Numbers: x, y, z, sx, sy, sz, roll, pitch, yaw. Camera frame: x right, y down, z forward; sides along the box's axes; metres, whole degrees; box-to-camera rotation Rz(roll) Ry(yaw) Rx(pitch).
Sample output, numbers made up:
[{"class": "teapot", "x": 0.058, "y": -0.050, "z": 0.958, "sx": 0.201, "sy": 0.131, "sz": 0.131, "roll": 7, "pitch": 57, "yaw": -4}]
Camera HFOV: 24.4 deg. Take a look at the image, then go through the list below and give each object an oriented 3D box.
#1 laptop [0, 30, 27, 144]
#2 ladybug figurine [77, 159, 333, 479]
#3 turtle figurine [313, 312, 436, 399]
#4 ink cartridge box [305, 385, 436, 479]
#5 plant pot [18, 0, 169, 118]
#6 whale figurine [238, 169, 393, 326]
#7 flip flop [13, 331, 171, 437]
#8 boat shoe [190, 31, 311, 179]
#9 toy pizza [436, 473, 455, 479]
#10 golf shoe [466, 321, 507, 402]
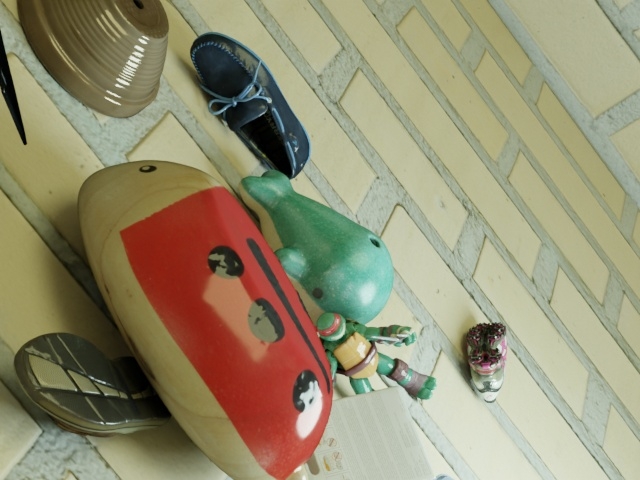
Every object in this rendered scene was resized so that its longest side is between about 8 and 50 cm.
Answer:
[{"class": "laptop", "x": -0.424, "y": -0.238, "z": 1.601, "sx": 0.264, "sy": 0.136, "sz": 0.234, "roll": 22, "pitch": -12, "yaw": -2}, {"class": "ladybug figurine", "x": -0.120, "y": 0.089, "z": 1.757, "sx": 0.449, "sy": 0.162, "sz": 0.305, "roll": 59, "pitch": 13, "yaw": 3}, {"class": "turtle figurine", "x": 0.056, "y": 0.166, "z": 2.044, "sx": 0.234, "sy": 0.175, "sz": 0.118, "roll": 47, "pitch": 10, "yaw": -36}, {"class": "ink cartridge box", "x": 0.045, "y": 0.279, "z": 1.951, "sx": 0.179, "sy": 0.045, "sz": 0.145, "roll": -11, "pitch": 59, "yaw": -19}, {"class": "plant pot", "x": -0.283, "y": -0.292, "z": 1.996, "sx": 0.237, "sy": 0.110, "sz": 0.237, "roll": 41, "pitch": 30, "yaw": -30}, {"class": "whale figurine", "x": 0.000, "y": 0.000, "z": 2.122, "sx": 0.272, "sy": 0.141, "sz": 0.216, "roll": 56, "pitch": 27, "yaw": 7}, {"class": "flip flop", "x": -0.252, "y": 0.169, "z": 1.605, "sx": 0.112, "sy": 0.080, "sz": 0.277, "roll": 64, "pitch": 12, "yaw": 16}, {"class": "boat shoe", "x": -0.098, "y": -0.201, "z": 2.214, "sx": 0.258, "sy": 0.109, "sz": 0.089, "roll": 45, "pitch": 33, "yaw": -20}, {"class": "toy pizza", "x": 0.173, "y": 0.424, "z": 2.039, "sx": 0.201, "sy": 0.032, "sz": 0.201, "roll": -11, "pitch": 90, "yaw": -68}, {"class": "golf shoe", "x": 0.278, "y": 0.200, "z": 2.477, "sx": 0.186, "sy": 0.067, "sz": 0.086, "roll": -67, "pitch": 152, "yaw": -64}]
